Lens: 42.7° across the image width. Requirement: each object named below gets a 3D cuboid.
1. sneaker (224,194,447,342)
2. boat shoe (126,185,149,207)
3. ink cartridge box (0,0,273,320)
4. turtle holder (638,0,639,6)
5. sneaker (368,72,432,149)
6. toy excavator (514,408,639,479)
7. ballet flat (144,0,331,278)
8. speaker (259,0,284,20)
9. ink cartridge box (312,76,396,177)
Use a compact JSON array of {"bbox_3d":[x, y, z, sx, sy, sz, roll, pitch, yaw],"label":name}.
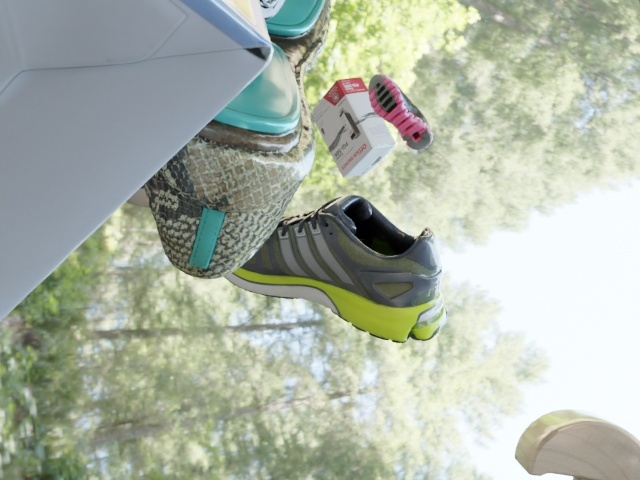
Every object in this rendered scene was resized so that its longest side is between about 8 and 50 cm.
[{"bbox_3d":[0.000,0.000,0.876,0.299,0.111,0.121,17,-58,19],"label":"sneaker"},{"bbox_3d":[-0.241,-0.141,1.017,0.340,0.127,0.158,5,-54,36],"label":"boat shoe"},{"bbox_3d":[-0.191,-0.158,0.484,0.270,0.151,0.395,-39,-143,22],"label":"ink cartridge box"},{"bbox_3d":[0.597,-0.420,1.286,0.227,0.320,0.243,-83,-163,-49],"label":"turtle holder"},{"bbox_3d":[0.109,-0.178,1.105,0.047,0.057,0.119,-30,-73,31],"label":"sneaker"},{"bbox_3d":[0.170,0.438,0.866,0.445,0.222,0.433,-17,-93,0],"label":"toy excavator"},{"bbox_3d":[-0.083,-0.144,0.739,0.483,0.164,0.182,-89,-163,-52],"label":"ballet flat"},{"bbox_3d":[-0.091,-0.237,0.693,0.136,0.055,0.055,33,-68,21],"label":"speaker"},{"bbox_3d":[0.052,-0.187,1.359,0.099,0.056,0.135,-44,-113,48],"label":"ink cartridge box"}]
